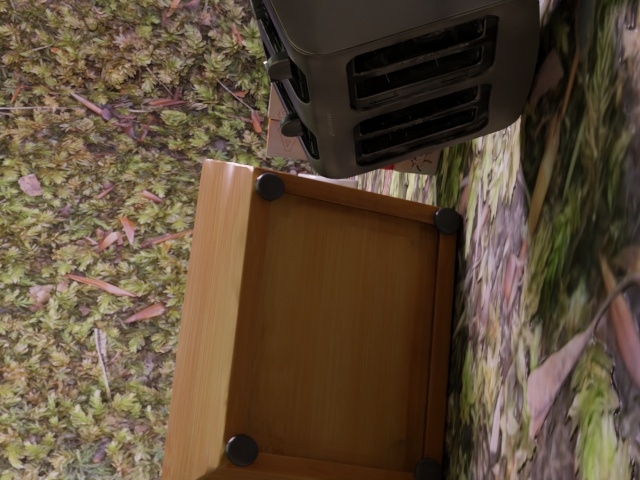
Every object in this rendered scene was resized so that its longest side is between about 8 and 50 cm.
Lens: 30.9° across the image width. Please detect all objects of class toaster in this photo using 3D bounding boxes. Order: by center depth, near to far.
[{"bbox_3d":[0.051,-0.136,0.747,0.168,0.186,0.110,81,171,-67],"label":"toaster"}]

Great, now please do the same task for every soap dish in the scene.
[{"bbox_3d":[0.002,0.083,0.956,0.118,0.229,0.290,146,133,-63],"label":"soap dish"}]

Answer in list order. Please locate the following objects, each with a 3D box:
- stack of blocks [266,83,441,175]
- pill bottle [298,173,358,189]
[{"bbox_3d":[0.050,-0.211,1.068,0.087,0.171,0.297,-88,6,-51],"label":"stack of blocks"},{"bbox_3d":[0.000,0.000,1.883,0.119,0.119,0.208,-122,40,-85],"label":"pill bottle"}]
